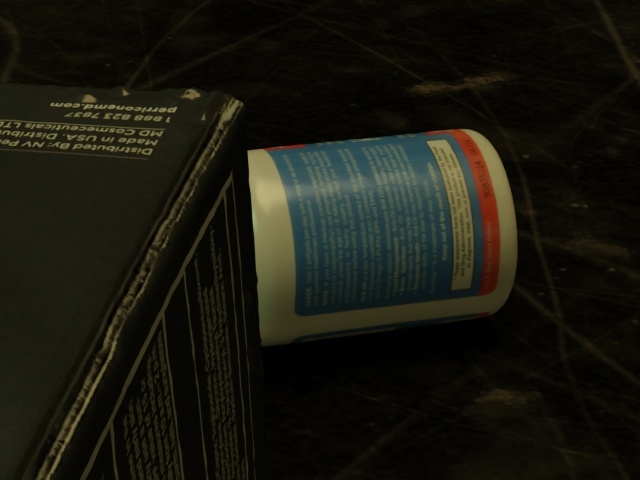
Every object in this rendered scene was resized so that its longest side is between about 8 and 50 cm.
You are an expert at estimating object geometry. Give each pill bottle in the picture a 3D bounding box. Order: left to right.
[{"bbox_3d":[0.000,0.000,1.164,0.221,0.124,0.124,-6,26,-17],"label":"pill bottle"}]

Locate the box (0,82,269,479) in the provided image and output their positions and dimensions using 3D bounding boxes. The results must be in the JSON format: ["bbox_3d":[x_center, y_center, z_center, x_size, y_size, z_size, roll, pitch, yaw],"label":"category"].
[{"bbox_3d":[-0.134,0.139,0.625,0.182,0.296,0.294,3,31,10],"label":"box"}]
